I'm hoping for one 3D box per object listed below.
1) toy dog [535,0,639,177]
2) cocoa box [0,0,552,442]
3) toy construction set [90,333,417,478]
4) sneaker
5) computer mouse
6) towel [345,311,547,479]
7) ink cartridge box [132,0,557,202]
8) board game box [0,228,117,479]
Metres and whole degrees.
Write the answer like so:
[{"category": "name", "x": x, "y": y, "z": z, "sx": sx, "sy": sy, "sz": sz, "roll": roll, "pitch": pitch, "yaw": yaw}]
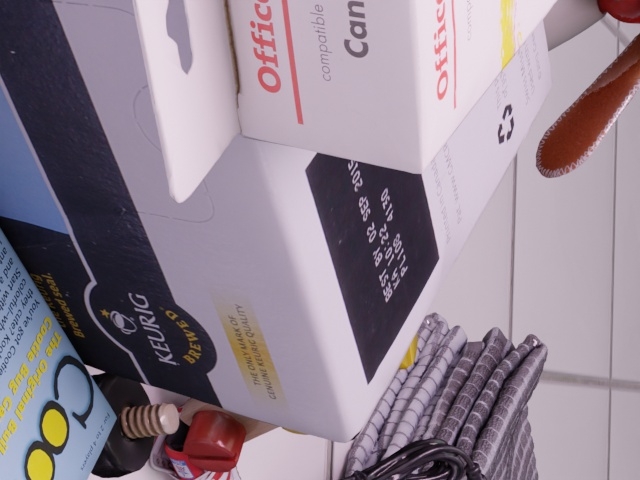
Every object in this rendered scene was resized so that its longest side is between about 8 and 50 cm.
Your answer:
[{"category": "toy dog", "x": 0.104, "y": -0.143, "z": 0.916, "sx": 0.161, "sy": 0.333, "sz": 0.220, "roll": -25, "pitch": 91, "yaw": -45}, {"category": "cocoa box", "x": -0.069, "y": -0.133, "z": 0.601, "sx": 0.231, "sy": 0.228, "sz": 0.347, "roll": -58, "pitch": 147, "yaw": -34}, {"category": "toy construction set", "x": 0.000, "y": 0.000, "z": 0.903, "sx": 0.309, "sy": 0.237, "sz": 0.258, "roll": -47, "pitch": 123, "yaw": -61}, {"category": "sneaker", "x": -0.076, "y": 0.158, "z": 1.000, "sx": 0.067, "sy": 0.042, "sz": 0.119, "roll": -18, "pitch": 99, "yaw": -70}, {"category": "computer mouse", "x": 0.059, "y": 0.269, "z": 1.201, "sx": 0.060, "sy": 0.184, "sz": 0.262, "roll": 37, "pitch": -34, "yaw": 62}, {"category": "towel", "x": 0.125, "y": 0.231, "z": 1.370, "sx": 0.284, "sy": 0.121, "sz": 0.235, "roll": -54, "pitch": 139, "yaw": -54}, {"category": "ink cartridge box", "x": 0.023, "y": -0.101, "z": 0.463, "sx": 0.198, "sy": 0.067, "sz": 0.115, "roll": -51, "pitch": 144, "yaw": -42}, {"category": "board game box", "x": -0.210, "y": 0.029, "z": 0.563, "sx": 0.275, "sy": 0.142, "sz": 0.144, "roll": 67, "pitch": 33, "yaw": -41}]
